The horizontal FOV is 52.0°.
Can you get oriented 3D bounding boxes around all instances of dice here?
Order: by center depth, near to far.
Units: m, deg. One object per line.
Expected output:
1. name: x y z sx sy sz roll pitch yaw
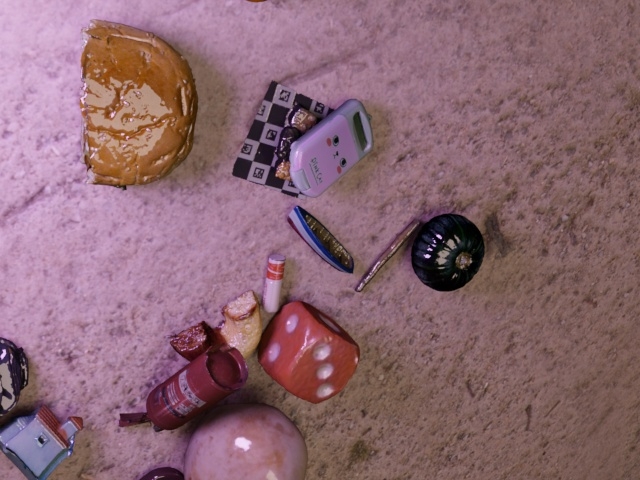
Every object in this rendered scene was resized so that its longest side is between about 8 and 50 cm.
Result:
1. dice: -0.031 0.259 1.526 0.174 0.175 0.179 35 96 -34

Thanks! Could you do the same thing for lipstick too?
1. lipstick: -0.107 0.098 1.497 0.038 0.038 0.130 0 111 -27

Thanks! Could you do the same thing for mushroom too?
1. mushroom: -0.161 0.520 1.534 0.297 0.297 0.290 -55 158 3

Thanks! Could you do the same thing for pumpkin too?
1. pumpkin: 0.318 0.032 1.630 0.202 0.140 0.202 -13 119 -24

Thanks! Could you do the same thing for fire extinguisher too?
1. fire extinguisher: -0.310 0.333 1.401 0.147 0.106 0.337 13 140 -44

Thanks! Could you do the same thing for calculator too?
1. calculator: 0.028 -0.199 1.404 0.246 0.045 0.141 -42 135 -24

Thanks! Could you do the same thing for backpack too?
1. backpack: -0.683 0.269 1.228 0.258 0.133 0.206 -10 107 -30

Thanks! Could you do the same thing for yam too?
1. yam: 0.165 0.039 1.619 0.234 0.029 0.027 -49 152 0

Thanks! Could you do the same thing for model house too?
1. model house: -0.572 0.407 1.361 0.149 0.119 0.148 -41 102 -35

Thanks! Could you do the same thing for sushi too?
1. sushi: -0.059 -0.201 1.388 0.192 0.050 0.215 18 101 -32

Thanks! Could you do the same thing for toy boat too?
1. toy boat: 0.000 0.000 1.499 0.046 0.080 0.229 -27 129 26

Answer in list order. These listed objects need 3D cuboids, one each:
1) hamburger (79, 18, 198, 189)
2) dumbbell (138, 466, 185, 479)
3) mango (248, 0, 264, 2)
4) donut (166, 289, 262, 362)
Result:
1. hamburger: -0.329 -0.233 1.189 0.211 0.132 0.309 -3 110 -24
2. dumbbell: -0.346 0.636 1.490 0.140 0.225 0.124 -36 126 -10
3. mango: -0.139 -0.509 1.195 0.111 0.089 0.163 -47 116 -1
4. donut: -0.209 0.218 1.468 0.217 0.085 0.141 -35 122 -11
